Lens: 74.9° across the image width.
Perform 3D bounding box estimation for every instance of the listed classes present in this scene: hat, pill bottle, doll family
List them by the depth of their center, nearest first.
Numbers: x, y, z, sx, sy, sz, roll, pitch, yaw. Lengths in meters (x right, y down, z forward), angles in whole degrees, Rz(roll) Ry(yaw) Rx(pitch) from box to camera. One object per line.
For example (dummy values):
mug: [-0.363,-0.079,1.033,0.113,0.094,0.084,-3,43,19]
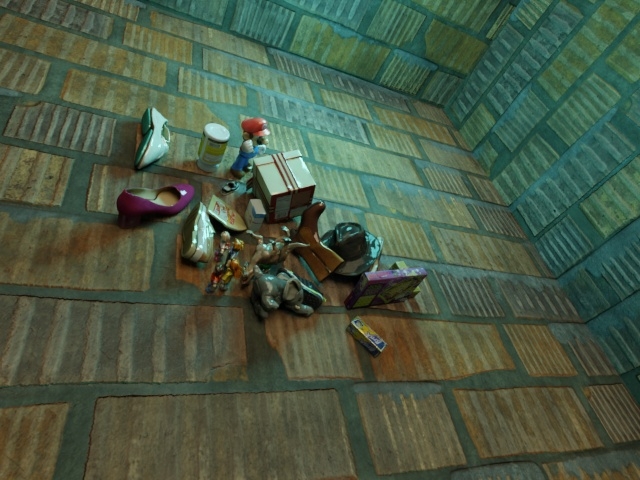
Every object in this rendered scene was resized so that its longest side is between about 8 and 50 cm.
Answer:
doll family: [-0.346,0.080,1.597,0.118,0.163,0.263,17,43,-18]
hat: [0.124,0.002,1.902,0.330,0.134,0.332,-1,43,1]
pill bottle: [-0.508,-0.430,1.956,0.119,0.209,0.119,17,44,-17]

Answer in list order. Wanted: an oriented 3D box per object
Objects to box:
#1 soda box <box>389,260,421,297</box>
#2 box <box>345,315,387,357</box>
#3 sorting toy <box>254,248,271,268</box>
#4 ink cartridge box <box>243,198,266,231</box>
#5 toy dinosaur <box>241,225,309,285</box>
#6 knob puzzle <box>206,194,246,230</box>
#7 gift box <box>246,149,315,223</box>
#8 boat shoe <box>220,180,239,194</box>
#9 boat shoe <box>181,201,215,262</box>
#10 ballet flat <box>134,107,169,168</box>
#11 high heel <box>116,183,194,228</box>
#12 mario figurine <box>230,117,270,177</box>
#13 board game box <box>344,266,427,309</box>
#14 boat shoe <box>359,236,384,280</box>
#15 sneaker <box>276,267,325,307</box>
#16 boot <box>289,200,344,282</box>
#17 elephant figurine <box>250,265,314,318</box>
soda box: [0.414,0.191,2.049,0.058,0.061,0.181,-3,52,-35]
box: [0.188,0.394,1.710,0.169,0.059,0.054,43,44,11]
sorting toy: [-0.237,0.074,1.769,0.061,0.042,0.102,-34,80,-9]
ink cartridge box: [-0.292,-0.109,1.849,0.052,0.123,0.089,-4,52,-30]
toy dinosaur: [-0.199,0.062,1.686,0.295,0.201,0.127,-10,34,-31]
knob puzzle: [-0.404,-0.099,1.809,0.213,0.030,0.213,41,18,-16]
gift box: [-0.195,-0.248,1.958,0.254,0.276,0.258,-14,61,-25]
boat shoe: [-0.423,-0.255,1.971,0.046,0.038,0.125,41,41,9]
boat shoe: [-0.482,-0.027,1.672,0.103,0.113,0.303,32,34,-33]
ballet flat: [-0.752,-0.459,1.908,0.139,0.139,0.401,9,45,-25]
high heel: [-0.630,-0.182,1.658,0.127,0.181,0.377,38,41,6]
mario figurine: [-0.317,-0.436,1.997,0.169,0.321,0.198,7,48,-26]
board game box: [0.291,0.210,1.842,0.346,0.208,0.056,-1,51,-34]
boat shoe: [0.210,0.109,1.973,0.130,0.133,0.356,12,38,10]
sneaker: [-0.083,0.196,1.736,0.234,0.084,0.097,39,21,3]
boot: [0.000,0.000,1.820,0.280,0.264,0.096,47,10,25]
elephant figurine: [-0.139,0.199,1.616,0.239,0.186,0.169,-9,49,-30]
